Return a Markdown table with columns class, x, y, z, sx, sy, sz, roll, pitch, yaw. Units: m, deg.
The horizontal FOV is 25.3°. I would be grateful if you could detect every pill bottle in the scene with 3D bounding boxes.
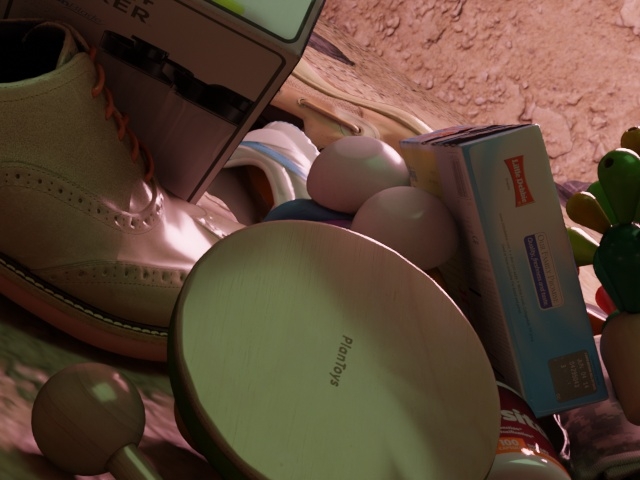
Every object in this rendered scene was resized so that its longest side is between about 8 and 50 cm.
| class | x | y | z | sx | sy | sz | roll | pitch | yaw |
| --- | --- | --- | --- | --- | --- | --- | --- | --- | --- |
| pill bottle | 0.099 | 0.137 | 0.870 | 0.086 | 0.086 | 0.152 | 29 | 13 | -16 |

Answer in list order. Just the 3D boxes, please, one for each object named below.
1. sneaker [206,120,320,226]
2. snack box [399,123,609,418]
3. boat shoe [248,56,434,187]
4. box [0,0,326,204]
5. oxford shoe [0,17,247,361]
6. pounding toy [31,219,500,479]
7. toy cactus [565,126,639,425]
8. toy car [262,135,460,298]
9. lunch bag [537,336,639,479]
| class | x | y | z | sx | sy | sz | roll | pitch | yaw |
| --- | --- | --- | --- | --- | --- | --- | --- | --- | --- |
| sneaker | 0.000 | 0.000 | 1.175 | 0.229 | 0.087 | 0.092 | 42 | 40 | 18 |
| snack box | 0.126 | 0.009 | 1.066 | 0.322 | 0.060 | 0.187 | -130 | -155 | -84 |
| boat shoe | 0.009 | -0.090 | 1.470 | 0.341 | 0.121 | 0.110 | 33 | 50 | 14 |
| box | -0.119 | -0.116 | 0.892 | 0.169 | 0.087 | 0.290 | 28 | -30 | -11 |
| oxford shoe | -0.141 | -0.037 | 0.810 | 0.397 | 0.146 | 0.140 | 22 | 14 | -42 |
| pounding toy | -0.025 | 0.103 | 0.735 | 0.183 | 0.110 | 0.237 | 46 | 45 | 11 |
| toy cactus | 0.213 | 0.037 | 0.948 | 0.112 | 0.219 | 0.180 | -2 | 55 | -2 |
| toy car | 0.016 | 0.026 | 1.016 | 0.136 | 0.159 | 0.182 | -14 | 35 | -16 |
| lunch bag | 0.287 | 0.172 | 1.010 | 0.287 | 0.169 | 0.235 | 24 | 16 | -4 |
